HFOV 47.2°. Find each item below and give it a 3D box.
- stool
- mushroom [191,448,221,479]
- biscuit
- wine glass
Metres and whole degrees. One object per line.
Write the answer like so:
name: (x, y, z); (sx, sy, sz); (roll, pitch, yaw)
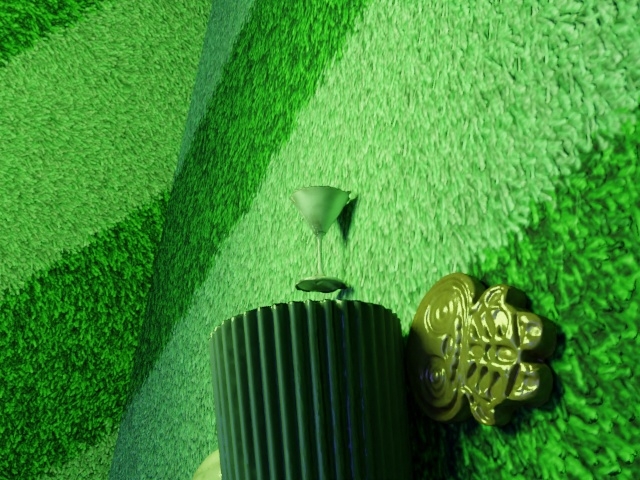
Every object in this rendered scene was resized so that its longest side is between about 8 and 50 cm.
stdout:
stool: (-0.007, 0.288, 1.040); (0.297, 0.297, 0.330); (-44, 45, 52)
mushroom: (-0.094, 0.432, 1.239); (0.246, 0.246, 0.203); (-24, 79, 62)
biscuit: (0.191, 0.144, 0.948); (0.288, 0.044, 0.202); (-178, 99, -68)
wine glass: (0.000, 0.000, 1.359); (0.122, 0.122, 0.183); (-37, 49, 57)
